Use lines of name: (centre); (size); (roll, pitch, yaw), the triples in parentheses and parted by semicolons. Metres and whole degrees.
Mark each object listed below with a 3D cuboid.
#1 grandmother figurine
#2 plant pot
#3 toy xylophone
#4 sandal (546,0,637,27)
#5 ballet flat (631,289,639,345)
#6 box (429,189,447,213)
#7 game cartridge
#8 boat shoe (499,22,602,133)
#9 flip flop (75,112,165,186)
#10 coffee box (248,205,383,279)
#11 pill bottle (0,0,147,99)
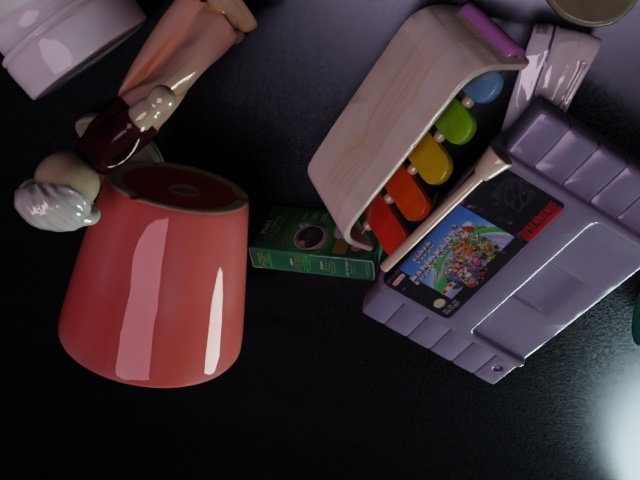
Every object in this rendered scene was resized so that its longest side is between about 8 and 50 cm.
grandmother figurine: (-0.223, -0.150, 0.692); (0.104, 0.342, 0.208); (41, 169, -11)
plant pot: (-0.220, 0.031, 0.840); (0.275, 0.275, 0.243); (19, 111, 6)
toy xylophone: (0.101, -0.103, 0.680); (0.081, 0.236, 0.323); (3, 145, -41)
sandal: (0.260, -0.341, 0.516); (0.120, 0.086, 0.302); (8, 128, 15)
ballet flat: (0.471, 0.052, 0.750); (0.087, 0.083, 0.247); (-4, 128, 6)
box: (0.253, 0.013, 0.794); (0.232, 0.087, 0.058); (22, 130, 4)
game cartridge: (0.230, 0.025, 0.712); (0.230, 0.068, 0.355); (27, 128, -12)
boat shoe: (0.253, -0.117, 0.687); (0.084, 0.095, 0.258); (16, 131, 14)
flip flop: (-0.298, -0.075, 0.933); (0.112, 0.080, 0.277); (-3, 125, 22)
coffee box: (0.000, 0.000, 0.862); (0.184, 0.113, 0.040); (5, 130, 15)
pill bottle: (-0.392, -0.372, 0.642); (0.229, 0.229, 0.407); (-23, 116, 33)
